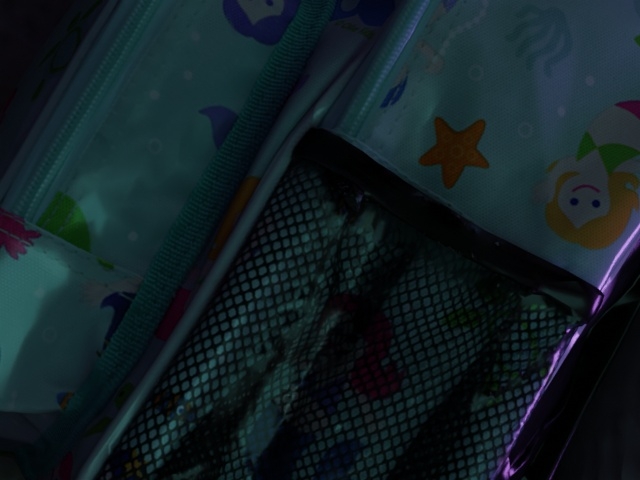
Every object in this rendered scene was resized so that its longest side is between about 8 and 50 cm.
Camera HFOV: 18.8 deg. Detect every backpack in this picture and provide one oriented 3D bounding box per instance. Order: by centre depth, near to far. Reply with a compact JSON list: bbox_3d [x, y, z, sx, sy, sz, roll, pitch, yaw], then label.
[{"bbox_3d":[0.000,0.000,0.554,0.191,0.225,0.253,38,79,-5],"label":"backpack"}]

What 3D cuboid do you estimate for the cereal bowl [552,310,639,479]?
[{"bbox_3d":[0.190,0.014,0.677,0.339,0.141,0.339,-43,155,-26],"label":"cereal bowl"}]
